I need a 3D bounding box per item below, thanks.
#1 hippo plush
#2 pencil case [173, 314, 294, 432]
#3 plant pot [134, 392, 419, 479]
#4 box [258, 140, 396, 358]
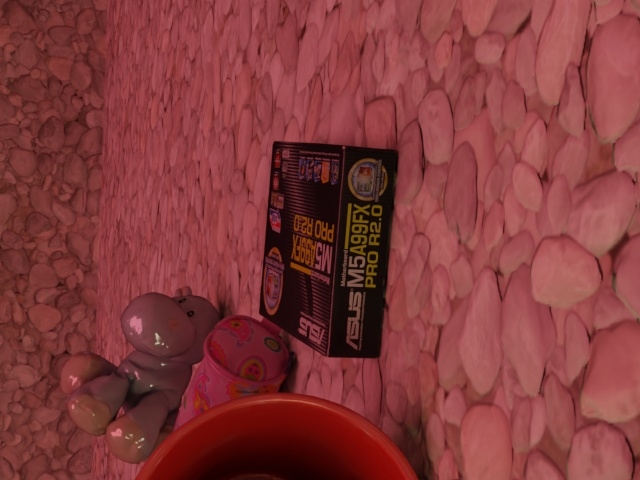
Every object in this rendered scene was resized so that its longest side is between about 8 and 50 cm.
[{"bbox_3d":[-0.238,0.210,1.702,0.237,0.294,0.234,-54,51,14],"label":"hippo plush"},{"bbox_3d":[-0.124,0.221,1.443,0.284,0.124,0.124,112,154,-42],"label":"pencil case"},{"bbox_3d":[-0.053,0.296,1.017,0.243,0.274,0.275,115,153,-70],"label":"plant pot"},{"bbox_3d":[0.000,0.000,1.192,0.270,0.060,0.216,-160,75,-71],"label":"box"}]
